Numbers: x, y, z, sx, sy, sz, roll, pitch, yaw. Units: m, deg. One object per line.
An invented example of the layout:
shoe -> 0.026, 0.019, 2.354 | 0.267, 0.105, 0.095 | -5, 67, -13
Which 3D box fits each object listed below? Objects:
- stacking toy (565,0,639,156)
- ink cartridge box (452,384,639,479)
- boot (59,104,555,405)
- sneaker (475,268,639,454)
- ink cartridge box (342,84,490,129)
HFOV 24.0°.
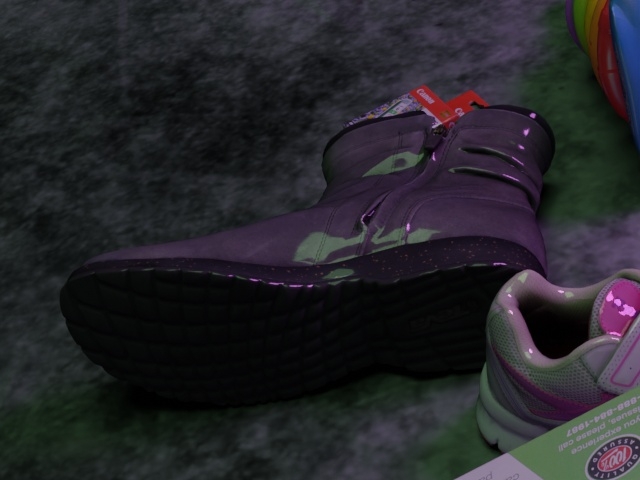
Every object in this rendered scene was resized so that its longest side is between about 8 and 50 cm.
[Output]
stacking toy -> 0.253, -0.180, 1.157 | 0.165, 0.175, 0.302 | -20, 25, -5
ink cartridge box -> 0.127, 0.217, 0.661 | 0.198, 0.115, 0.273 | -31, 30, 21
boot -> 0.000, 0.000, 1.071 | 0.338, 0.118, 0.223 | -1, 36, 6
sneaker -> 0.196, 0.079, 0.861 | 0.252, 0.111, 0.103 | 5, 43, 29
ink cartridge box -> 0.082, -0.094, 1.203 | 0.115, 0.029, 0.063 | -27, 37, -9
